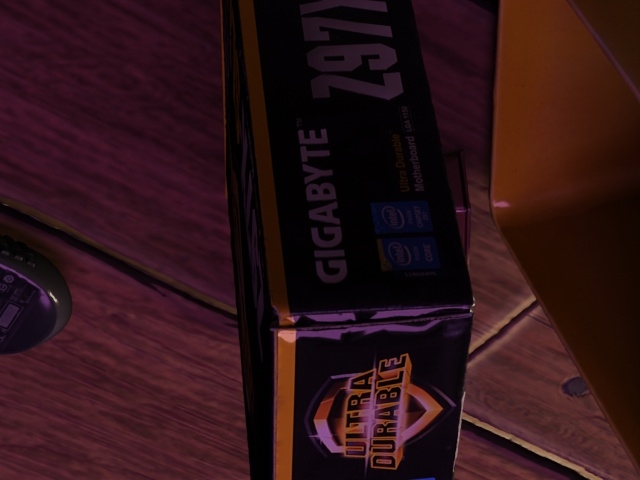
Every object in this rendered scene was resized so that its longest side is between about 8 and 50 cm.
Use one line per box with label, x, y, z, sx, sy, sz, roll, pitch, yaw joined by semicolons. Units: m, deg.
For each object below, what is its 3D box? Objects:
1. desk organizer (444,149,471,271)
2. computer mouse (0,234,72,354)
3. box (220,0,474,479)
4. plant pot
desk organizer;0.057;0.013;1.019;0.050;0.047;0.130;-3;136;0
computer mouse;-0.245;-0.006;0.979;0.242;0.041;0.071;28;118;-22
box;0.000;0.000;0.801;0.079;0.322;0.257;-2;137;-6
plant pot;0.211;-0.040;0.879;0.187;0.212;0.212;-15;137;-11
